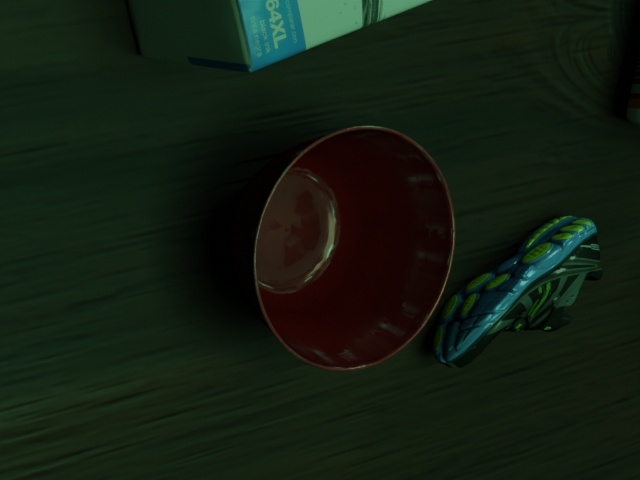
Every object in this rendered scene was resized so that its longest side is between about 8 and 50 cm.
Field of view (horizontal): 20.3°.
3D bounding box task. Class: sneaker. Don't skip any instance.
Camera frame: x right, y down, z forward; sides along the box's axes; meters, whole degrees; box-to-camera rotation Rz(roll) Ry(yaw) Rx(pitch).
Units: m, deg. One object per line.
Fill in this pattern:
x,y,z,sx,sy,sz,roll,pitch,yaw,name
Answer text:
0.171,0.052,1.479,0.188,0.067,0.078,-36,112,-29,sneaker

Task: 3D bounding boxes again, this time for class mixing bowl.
0.000,0.000,1.324,0.181,0.098,0.181,-7,103,-35,mixing bowl

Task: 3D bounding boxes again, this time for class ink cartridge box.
-0.015,-0.191,1.243,0.203,0.148,0.086,-24,111,-30,ink cartridge box

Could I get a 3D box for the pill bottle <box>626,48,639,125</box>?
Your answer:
0.318,-0.168,1.532,0.086,0.086,0.152,9,94,-37,pill bottle
